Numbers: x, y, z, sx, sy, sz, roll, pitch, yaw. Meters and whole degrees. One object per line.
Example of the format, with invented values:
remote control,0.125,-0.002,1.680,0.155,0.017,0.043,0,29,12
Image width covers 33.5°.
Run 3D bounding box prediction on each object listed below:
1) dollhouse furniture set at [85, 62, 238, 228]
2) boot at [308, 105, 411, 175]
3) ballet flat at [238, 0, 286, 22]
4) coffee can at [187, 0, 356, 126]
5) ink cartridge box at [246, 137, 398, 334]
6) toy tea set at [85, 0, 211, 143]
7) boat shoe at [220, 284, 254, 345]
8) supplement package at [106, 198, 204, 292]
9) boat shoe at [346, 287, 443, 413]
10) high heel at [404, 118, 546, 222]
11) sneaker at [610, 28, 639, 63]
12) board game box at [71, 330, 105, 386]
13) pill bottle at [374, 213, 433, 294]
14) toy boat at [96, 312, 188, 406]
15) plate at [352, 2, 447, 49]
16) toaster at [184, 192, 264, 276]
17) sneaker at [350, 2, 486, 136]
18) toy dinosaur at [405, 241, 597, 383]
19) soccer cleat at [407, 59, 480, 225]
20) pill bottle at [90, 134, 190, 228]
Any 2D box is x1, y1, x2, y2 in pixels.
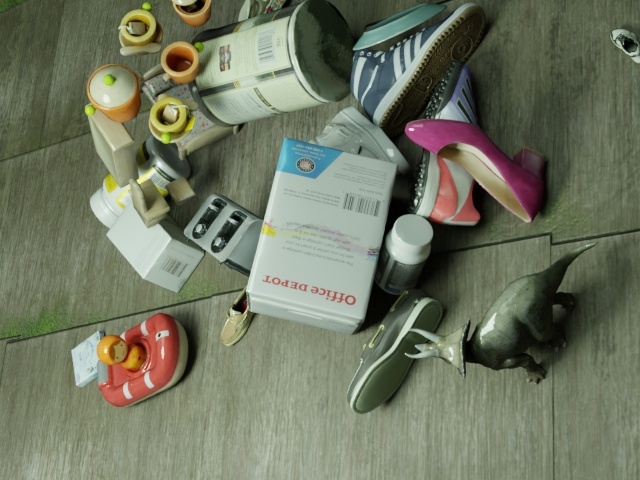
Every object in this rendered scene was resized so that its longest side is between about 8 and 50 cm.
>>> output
dollhouse furniture set,-0.271,-0.249,2.142,0.355,0.174,0.303,-29,72,-16
boot,0.064,-0.149,1.906,0.123,0.095,0.258,-40,29,0
ballet flat,-0.121,-0.509,2.261,0.091,0.077,0.241,13,80,43
coffee can,-0.096,-0.343,2.083,0.275,0.201,0.201,-7,67,37
ink cartridge box,0.000,0.000,1.806,0.198,0.197,0.270,14,77,0
toy tea set,-0.313,-0.355,1.998,0.200,0.124,0.336,9,74,6
boat shoe,-0.156,0.138,2.028,0.050,0.045,0.135,36,96,43
supplement package,-0.342,0.007,2.201,0.105,0.105,0.179,-55,48,7
boat shoe,0.113,0.183,1.767,0.228,0.081,0.068,-53,44,-1
high heel,0.244,-0.113,1.700,0.082,0.244,0.117,137,149,-64
sneaker,0.489,-0.318,1.697,0.032,0.037,0.083,-48,47,15
board game box,-0.491,0.253,2.275,0.090,0.020,0.090,-34,53,24
pill bottle,0.139,0.023,1.766,0.137,0.078,0.078,107,153,-52
toy boat,-0.374,0.227,2.099,0.231,0.151,0.151,-29,56,28
plate,0.141,-0.397,1.945,0.188,0.188,0.024,-15,107,35
toaster,-0.134,0.008,1.990,0.168,0.185,0.110,33,91,51
sneaker,0.165,-0.339,1.935,0.282,0.099,0.153,-51,49,14
toy dinosaur,0.296,0.121,1.581,0.313,0.160,0.121,-40,51,20
soccer cleat,0.232,-0.164,1.815,0.108,0.116,0.318,119,167,-60
pill bottle,-0.390,-0.121,2.287,0.208,0.119,0.119,-38,51,20
